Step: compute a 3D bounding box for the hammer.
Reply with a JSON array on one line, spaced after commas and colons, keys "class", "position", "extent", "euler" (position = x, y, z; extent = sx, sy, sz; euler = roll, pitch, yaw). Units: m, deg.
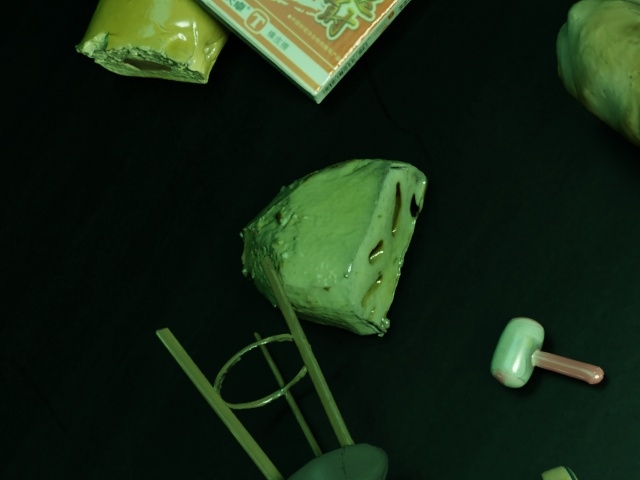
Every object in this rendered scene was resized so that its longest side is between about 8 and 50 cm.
[{"class": "hammer", "position": [0.164, 0.086, 1.402], "extent": [0.083, 0.031, 0.052], "euler": [15, 77, 30]}]

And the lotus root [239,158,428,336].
[{"class": "lotus root", "position": [-0.002, 0.000, 1.523], "extent": [0.144, 0.070, 0.143], "euler": [-5, 62, 30]}]

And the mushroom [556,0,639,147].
[{"class": "mushroom", "position": [0.342, -0.123, 1.309], "extent": [0.397, 0.224, 0.314], "euler": [-34, 75, 56]}]

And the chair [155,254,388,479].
[{"class": "chair", "position": [-0.022, 0.128, 1.450], "extent": [0.104, 0.095, 0.221], "euler": [-36, 52, 6]}]

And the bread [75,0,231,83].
[{"class": "bread", "position": [-0.131, -0.220, 1.714], "extent": [0.134, 0.085, 0.173], "euler": [7, 69, 34]}]

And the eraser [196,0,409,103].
[{"class": "eraser", "position": [0.015, -0.250, 1.631], "extent": [0.157, 0.038, 0.230], "euler": [41, 89, 12]}]

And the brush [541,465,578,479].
[{"class": "brush", "position": [0.224, 0.273, 1.245], "extent": [0.065, 0.070, 0.327], "euler": [-22, 51, -2]}]
